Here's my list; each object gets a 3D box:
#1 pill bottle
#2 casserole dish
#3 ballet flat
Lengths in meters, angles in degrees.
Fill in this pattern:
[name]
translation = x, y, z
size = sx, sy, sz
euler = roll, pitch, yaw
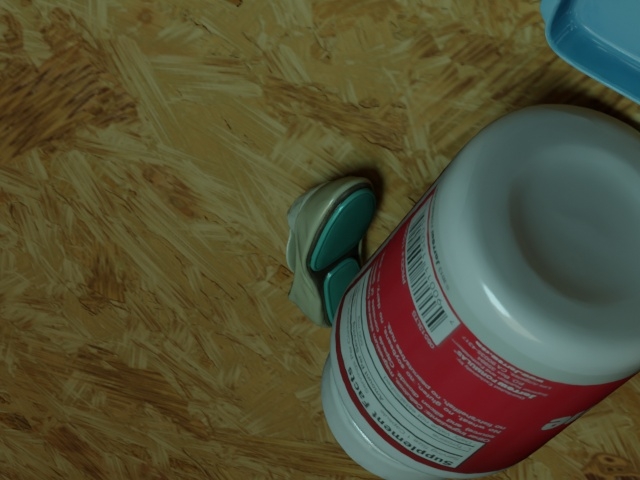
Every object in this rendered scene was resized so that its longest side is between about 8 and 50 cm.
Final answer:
[pill bottle]
translation = 0.144, 0.070, 1.669
size = 0.229, 0.229, 0.407
euler = 34, 149, -2
[casserole dish]
translation = 0.255, -0.148, 1.451
size = 0.188, 0.037, 0.114
euler = 30, 149, 6
[ballet flat]
translation = 0.000, 0.000, 1.857
size = 0.086, 0.086, 0.248
euler = 25, 149, 13
